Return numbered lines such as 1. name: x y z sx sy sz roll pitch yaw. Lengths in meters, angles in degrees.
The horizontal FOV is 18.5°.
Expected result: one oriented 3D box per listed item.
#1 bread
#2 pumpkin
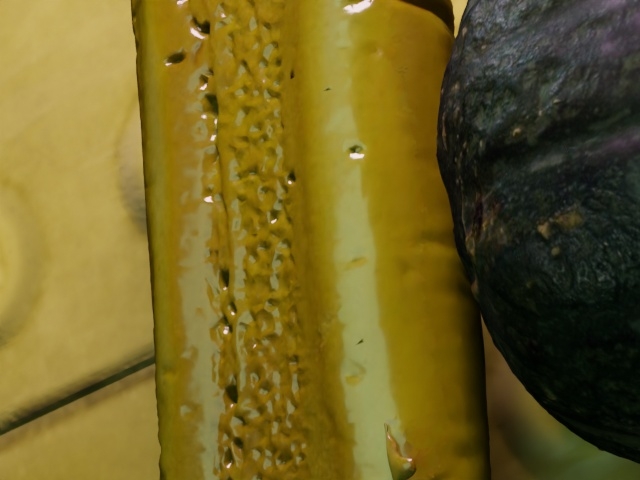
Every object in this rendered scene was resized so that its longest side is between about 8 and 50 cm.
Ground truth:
1. bread: 0.000 0.000 0.922 0.166 0.112 0.384 -14 73 31
2. pumpkin: 0.163 -0.054 0.803 0.263 0.197 0.293 -11 70 28
